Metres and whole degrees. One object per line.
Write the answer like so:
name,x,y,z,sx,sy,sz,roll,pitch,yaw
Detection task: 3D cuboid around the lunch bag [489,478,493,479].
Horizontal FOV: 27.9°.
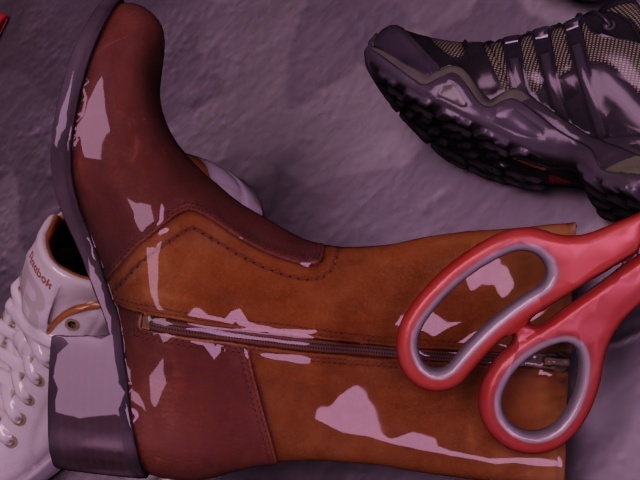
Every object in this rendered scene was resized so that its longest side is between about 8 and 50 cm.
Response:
lunch bag,0.078,0.254,0.602,0.224,0.108,0.279,-23,67,39

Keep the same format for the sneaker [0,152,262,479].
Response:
sneaker,-0.173,0.050,0.810,0.290,0.123,0.106,-48,62,6

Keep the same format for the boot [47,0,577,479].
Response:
boot,0.000,0.000,0.691,0.280,0.096,0.264,0,78,1

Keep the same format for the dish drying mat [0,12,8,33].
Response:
dish drying mat,-0.278,-0.170,0.998,0.083,0.008,0.032,19,82,31

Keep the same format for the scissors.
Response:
scissors,0.171,-0.011,0.647,0.297,0.021,0.109,-42,92,5

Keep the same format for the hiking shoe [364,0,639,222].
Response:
hiking shoe,0.136,-0.088,0.735,0.227,0.086,0.114,25,77,21
